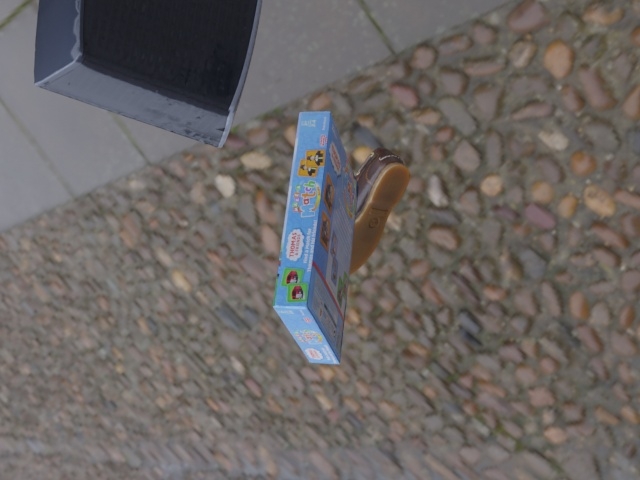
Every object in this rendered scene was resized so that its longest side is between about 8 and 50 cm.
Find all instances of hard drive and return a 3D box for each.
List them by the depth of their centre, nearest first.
[{"bbox_3d":[-0.118,-0.213,0.807,0.172,0.255,0.054,17,157,-32],"label":"hard drive"}]

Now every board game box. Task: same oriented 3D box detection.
[{"bbox_3d":[0.000,0.000,1.081,0.039,0.211,0.160,1,155,14],"label":"board game box"}]

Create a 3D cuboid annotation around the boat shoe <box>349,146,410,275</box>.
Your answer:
[{"bbox_3d":[0.061,-0.041,1.582,0.073,0.207,0.073,20,-160,-39],"label":"boat shoe"}]
